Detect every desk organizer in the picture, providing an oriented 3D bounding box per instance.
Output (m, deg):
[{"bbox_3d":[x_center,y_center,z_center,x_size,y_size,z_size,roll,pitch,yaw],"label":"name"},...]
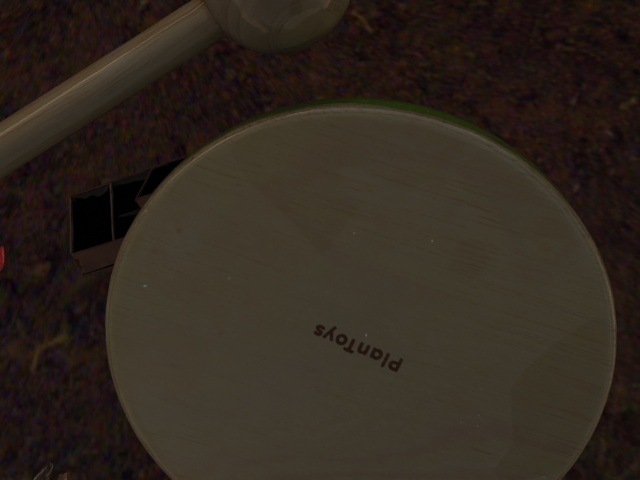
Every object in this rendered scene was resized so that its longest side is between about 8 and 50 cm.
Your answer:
[{"bbox_3d":[-0.138,-0.020,0.917,0.130,0.047,0.050,-16,123,27],"label":"desk organizer"}]

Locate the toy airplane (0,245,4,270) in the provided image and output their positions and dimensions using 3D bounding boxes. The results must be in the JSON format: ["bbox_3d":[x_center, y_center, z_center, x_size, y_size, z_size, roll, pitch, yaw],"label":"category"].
[{"bbox_3d":[-0.245,-0.011,0.828,0.028,0.151,0.151,19,102,-37],"label":"toy airplane"}]

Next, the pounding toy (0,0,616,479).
[{"bbox_3d":[0.000,0.000,0.466,0.183,0.110,0.237,-35,106,17],"label":"pounding toy"}]

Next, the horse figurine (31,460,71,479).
[{"bbox_3d":[-0.246,0.139,0.544,0.263,0.066,0.174,11,126,-10],"label":"horse figurine"}]
